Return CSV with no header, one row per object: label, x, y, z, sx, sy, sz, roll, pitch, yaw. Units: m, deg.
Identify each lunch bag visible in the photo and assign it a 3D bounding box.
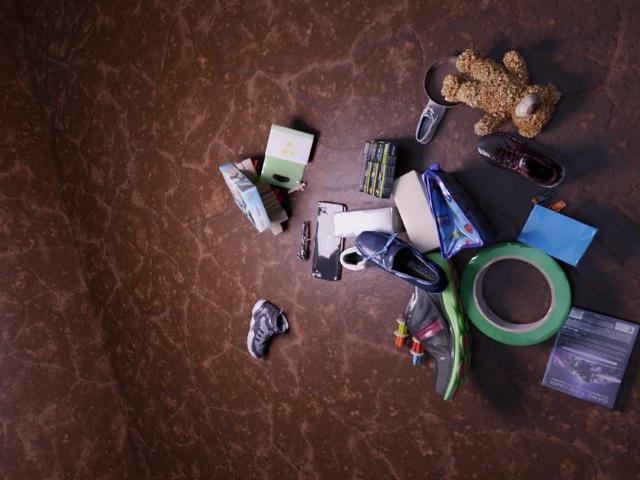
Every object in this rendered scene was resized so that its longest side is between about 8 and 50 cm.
lunch bag,0.421,-0.111,1.393,0.138,0.221,0.294,-26,83,31

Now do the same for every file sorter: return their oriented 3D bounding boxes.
file sorter,0.695,-0.025,1.297,0.170,0.104,0.118,29,115,23

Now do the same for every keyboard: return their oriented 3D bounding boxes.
keyboard,0.000,0.000,1.779,0.201,0.033,0.318,10,100,24

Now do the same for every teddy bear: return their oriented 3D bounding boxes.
teddy bear,0.532,-0.446,1.323,0.245,0.113,0.338,-40,74,10

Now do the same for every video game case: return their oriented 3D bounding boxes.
video game case,0.808,0.348,1.330,0.196,0.026,0.275,16,105,29

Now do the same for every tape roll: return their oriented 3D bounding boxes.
tape roll,0.610,0.162,1.384,0.321,0.077,0.322,4,96,36

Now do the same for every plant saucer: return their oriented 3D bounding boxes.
plant saucer,0.420,-0.510,1.431,0.168,0.029,0.169,-1,85,11

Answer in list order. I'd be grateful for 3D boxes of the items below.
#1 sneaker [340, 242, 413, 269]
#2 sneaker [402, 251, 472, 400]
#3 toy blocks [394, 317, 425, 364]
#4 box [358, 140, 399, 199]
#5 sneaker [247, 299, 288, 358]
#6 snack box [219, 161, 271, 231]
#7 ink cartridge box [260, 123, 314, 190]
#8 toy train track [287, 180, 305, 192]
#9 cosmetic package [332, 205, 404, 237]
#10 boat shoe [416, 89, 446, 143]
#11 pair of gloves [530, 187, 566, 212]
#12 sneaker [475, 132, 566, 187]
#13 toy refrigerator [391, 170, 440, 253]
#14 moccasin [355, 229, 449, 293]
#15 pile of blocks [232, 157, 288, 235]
sneaker,0.217,0.066,1.573,0.292,0.169,0.108,-4,92,30
sneaker,0.389,0.287,1.496,0.202,0.185,0.484,-12,79,31
toy blocks,0.326,0.370,1.611,0.123,0.054,0.148,13,103,29
box,0.201,-0.253,1.557,0.184,0.045,0.191,-149,64,-64
sneaker,-0.228,0.404,1.924,0.153,0.101,0.269,13,100,32
snack box,-0.309,-0.183,1.794,0.322,0.060,0.187,44,158,51
ink cartridge box,-0.136,-0.326,1.756,0.171,0.056,0.235,13,104,-9
toy train track,-0.099,-0.213,1.804,0.083,0.014,0.048,-24,117,24
cosmetic package,0.174,-0.067,1.608,0.237,0.127,0.107,0,96,30
boat shoe,0.368,-0.417,1.480,0.066,0.063,0.184,34,112,24
pair of gloves,0.696,-0.115,1.348,0.074,0.010,0.083,-41,73,31
sneaker,0.584,-0.249,1.310,0.281,0.162,0.107,30,111,25
toy refrigerator,0.339,-0.092,1.510,0.102,0.094,0.270,-26,76,27
moccasin,0.257,0.046,1.417,0.341,0.117,0.138,25,84,28
pile of blocks,-0.237,-0.202,1.871,0.112,0.149,0.362,-29,90,-12
